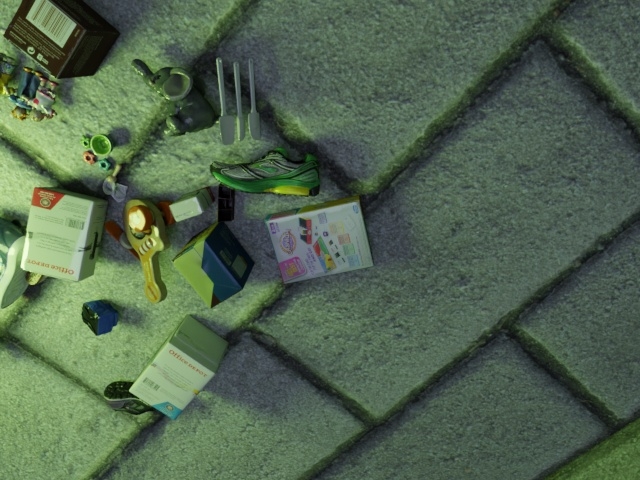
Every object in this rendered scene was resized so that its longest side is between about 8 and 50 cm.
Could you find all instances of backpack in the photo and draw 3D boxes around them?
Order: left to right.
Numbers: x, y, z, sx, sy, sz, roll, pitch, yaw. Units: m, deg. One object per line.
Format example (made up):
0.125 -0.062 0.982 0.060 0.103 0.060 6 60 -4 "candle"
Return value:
-0.801 0.274 1.703 0.120 0.101 0.098 27 110 28 "backpack"

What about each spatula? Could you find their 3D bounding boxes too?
-0.240 -0.409 1.379 0.019 0.168 0.242 13 113 38 "spatula"

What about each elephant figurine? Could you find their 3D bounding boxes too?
-0.414 -0.436 1.374 0.186 0.169 0.239 -20 102 -31 "elephant figurine"

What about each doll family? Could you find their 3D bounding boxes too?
-0.930 -0.458 1.431 0.263 0.118 0.163 24 105 -25 "doll family"

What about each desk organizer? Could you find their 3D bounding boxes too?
-0.310 -0.124 1.541 0.047 0.050 0.130 7 112 1 "desk organizer"

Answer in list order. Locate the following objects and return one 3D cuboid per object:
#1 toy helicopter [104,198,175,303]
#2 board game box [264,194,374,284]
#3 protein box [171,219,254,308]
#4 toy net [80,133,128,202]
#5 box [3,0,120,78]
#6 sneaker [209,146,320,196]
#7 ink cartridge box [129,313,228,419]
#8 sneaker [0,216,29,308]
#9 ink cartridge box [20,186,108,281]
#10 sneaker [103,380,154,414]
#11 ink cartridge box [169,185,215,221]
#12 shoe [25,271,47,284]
-0.591 0.038 1.571 0.235 0.140 0.355 -2 101 28 "toy helicopter"
0.000 0.000 1.564 0.317 0.064 0.242 -11 110 8 "board game box"
-0.342 0.071 1.539 0.136 0.201 0.199 -31 107 14 "protein box"
-0.706 -0.228 1.527 0.122 0.045 0.232 -6 111 5 "toy net"
-0.711 -0.573 1.308 0.168 0.203 0.167 40 109 -11 "box"
-0.171 -0.223 1.468 0.344 0.134 0.146 2 105 -7 "sneaker"
-0.504 0.454 1.700 0.198 0.197 0.270 38 109 -10 "ink cartridge box"
-1.139 0.058 1.634 0.236 0.130 0.322 32 115 1 "sneaker"
-0.840 -0.022 1.547 0.197 0.114 0.272 14 96 -2 "ink cartridge box"
-0.694 0.628 1.847 0.283 0.107 0.124 6 126 5 "sneaker"
-0.408 -0.119 1.504 0.099 0.135 0.056 -17 109 9 "ink cartridge box"
-0.954 0.066 1.656 0.219 0.058 0.076 -45 84 11 "shoe"
